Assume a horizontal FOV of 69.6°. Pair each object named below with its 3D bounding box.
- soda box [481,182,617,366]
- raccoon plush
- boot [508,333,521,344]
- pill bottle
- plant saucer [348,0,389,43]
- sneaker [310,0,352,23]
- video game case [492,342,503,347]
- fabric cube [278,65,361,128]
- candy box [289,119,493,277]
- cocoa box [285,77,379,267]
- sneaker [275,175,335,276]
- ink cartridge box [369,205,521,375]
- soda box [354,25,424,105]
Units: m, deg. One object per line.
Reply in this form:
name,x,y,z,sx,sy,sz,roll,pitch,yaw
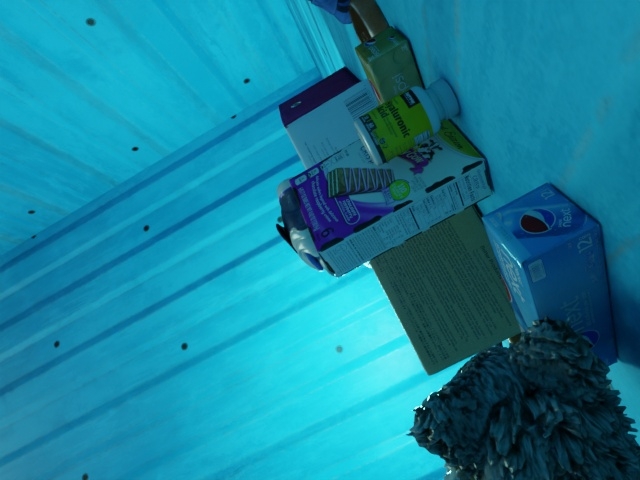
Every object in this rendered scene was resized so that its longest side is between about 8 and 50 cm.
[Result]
soda box,0.224,0.053,0.441,0.210,0.067,0.071,57,-171,-37
raccoon plush,0.265,0.238,0.317,0.446,0.216,0.299,18,142,56
boot,0.358,0.185,0.792,0.084,0.059,0.157,46,-155,-54
pill bottle,0.104,-0.145,0.559,0.065,0.116,0.065,60,-173,-12
plant saucer,0.088,-0.320,0.740,0.168,0.029,0.168,59,-172,-13
sneaker,0.009,-0.417,0.763,0.069,0.082,0.209,61,-171,8
video game case,0.400,0.217,1.065,0.201,0.023,0.183,54,-150,-41
fabric cube,0.044,-0.362,1.476,0.259,0.258,0.254,57,-170,-30
candy box,0.087,-0.074,0.631,0.071,0.233,0.159,54,-170,-47
cocoa box,0.116,-0.143,1.076,0.347,0.231,0.228,63,-170,16
sneaker,0.000,0.000,1.151,0.323,0.130,0.236,47,-159,-66
ink cartridge box,0.206,0.069,0.748,0.234,0.193,0.088,65,-170,18
soda box,0.117,-0.212,0.678,0.181,0.061,0.058,53,-169,-45
